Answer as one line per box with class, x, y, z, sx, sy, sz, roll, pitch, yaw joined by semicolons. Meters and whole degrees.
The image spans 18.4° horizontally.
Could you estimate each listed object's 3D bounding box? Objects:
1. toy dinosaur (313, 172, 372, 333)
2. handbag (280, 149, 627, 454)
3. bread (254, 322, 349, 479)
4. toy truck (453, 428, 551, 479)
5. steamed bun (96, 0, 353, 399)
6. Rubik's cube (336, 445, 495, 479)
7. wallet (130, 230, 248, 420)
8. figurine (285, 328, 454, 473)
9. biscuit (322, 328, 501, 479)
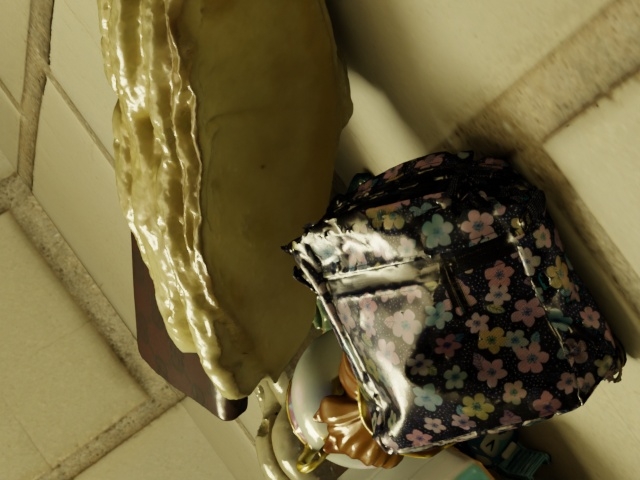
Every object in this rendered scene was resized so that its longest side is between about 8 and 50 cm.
toy dinosaur;0.005;0.010;1.902;0.147;0.076;0.363;70;161;-6
handbag;0.094;0.042;1.454;0.228;0.127;0.208;-16;102;36
bread;0.030;0.253;2.144;0.102;0.183;0.337;-37;90;40
toy truck;0.171;0.193;1.821;0.090;0.056;0.073;32;164;27
steamed bun;-0.077;-0.119;1.569;0.189;0.247;0.428;23;133;43
Rubik's cube;0.093;0.379;1.829;0.292;0.290;0.291;51;173;-8
wallet;-0.121;0.032;1.798;0.182;0.049;0.229;31;130;50
figurine;0.061;0.133;1.769;0.142;0.189;0.263;39;157;-11
biscuit;0.095;0.168;2.036;0.289;0.044;0.202;46;167;37
